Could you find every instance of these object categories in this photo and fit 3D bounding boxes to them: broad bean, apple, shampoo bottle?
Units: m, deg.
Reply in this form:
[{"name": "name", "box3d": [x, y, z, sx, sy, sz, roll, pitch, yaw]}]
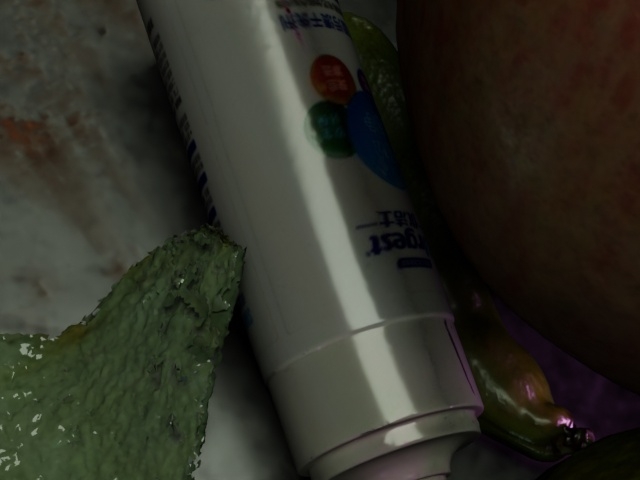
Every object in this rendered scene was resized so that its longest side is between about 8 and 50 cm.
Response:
[{"name": "broad bean", "box3d": [0.052, -0.002, 0.813, 0.052, 0.053, 0.256, 7, 51, -54]}, {"name": "apple", "box3d": [0.175, -0.067, 0.731, 0.344, 0.269, 0.345, 21, 15, -6]}, {"name": "shampoo bottle", "box3d": [0.000, 0.000, 0.763, 0.092, 0.092, 0.303, -13, 72, -19]}]

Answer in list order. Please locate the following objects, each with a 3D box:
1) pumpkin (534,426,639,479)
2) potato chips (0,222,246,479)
[{"name": "pumpkin", "box3d": [0.153, 0.201, 0.624, 0.242, 0.232, 0.325, -5, 59, -12]}, {"name": "potato chips", "box3d": [-0.112, 0.090, 0.717, 0.228, 0.059, 0.167, -32, 60, -11]}]
